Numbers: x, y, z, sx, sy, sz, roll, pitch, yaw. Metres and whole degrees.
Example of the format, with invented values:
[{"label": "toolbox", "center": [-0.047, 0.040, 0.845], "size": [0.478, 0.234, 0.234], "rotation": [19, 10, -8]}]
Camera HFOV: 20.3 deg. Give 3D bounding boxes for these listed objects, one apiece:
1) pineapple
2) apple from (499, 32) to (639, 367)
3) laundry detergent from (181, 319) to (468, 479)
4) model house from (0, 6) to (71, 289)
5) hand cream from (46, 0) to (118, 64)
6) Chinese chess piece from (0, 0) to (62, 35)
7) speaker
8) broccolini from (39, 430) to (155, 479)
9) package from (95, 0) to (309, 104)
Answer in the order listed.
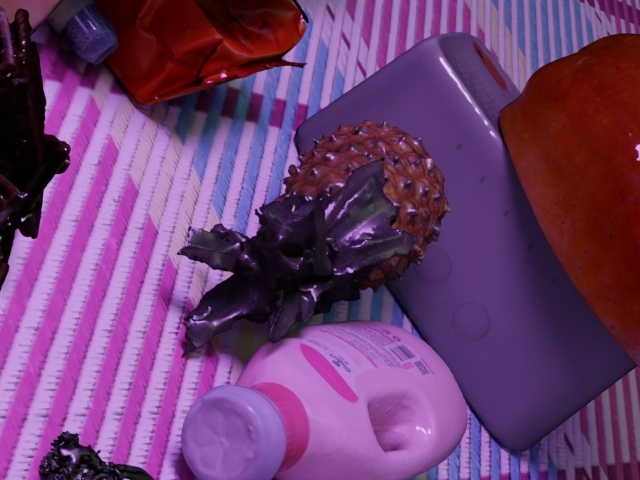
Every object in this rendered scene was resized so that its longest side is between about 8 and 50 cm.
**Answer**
[{"label": "pineapple", "center": [0.004, 0.001, 1.550], "size": [0.165, 0.165, 0.364], "rotation": [52, 25, -1]}, {"label": "apple", "center": [0.335, -0.028, 1.770], "size": [0.365, 0.295, 0.329], "rotation": [57, -12, 7]}, {"label": "laundry detergent", "center": [0.005, 0.140, 1.449], "size": [0.159, 0.088, 0.335], "rotation": [46, 22, 17]}, {"label": "model house", "center": [-0.229, -0.045, 1.222], "size": [0.141, 0.164, 0.203], "rotation": [29, 35, -31]}, {"label": "hand cream", "center": [-0.243, -0.230, 1.560], "size": [0.175, 0.046, 0.095], "rotation": [49, -6, -2]}, {"label": "Chinese chess piece", "center": [-0.281, -0.245, 1.280], "size": [0.257, 0.257, 0.104], "rotation": [19, 22, -49]}, {"label": "speaker", "center": [0.173, -0.008, 1.820], "size": [0.406, 0.184, 0.183], "rotation": [56, 26, 6]}, {"label": "broccolini", "center": [-0.094, 0.188, 1.274], "size": [0.254, 0.057, 0.071], "rotation": [19, 75, -45]}, {"label": "package", "center": [-0.187, -0.307, 1.671], "size": [0.423, 0.123, 0.196], "rotation": [54, 26, 3]}]
